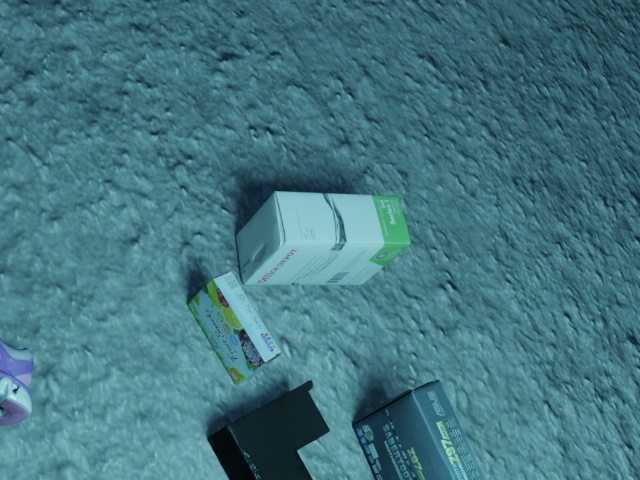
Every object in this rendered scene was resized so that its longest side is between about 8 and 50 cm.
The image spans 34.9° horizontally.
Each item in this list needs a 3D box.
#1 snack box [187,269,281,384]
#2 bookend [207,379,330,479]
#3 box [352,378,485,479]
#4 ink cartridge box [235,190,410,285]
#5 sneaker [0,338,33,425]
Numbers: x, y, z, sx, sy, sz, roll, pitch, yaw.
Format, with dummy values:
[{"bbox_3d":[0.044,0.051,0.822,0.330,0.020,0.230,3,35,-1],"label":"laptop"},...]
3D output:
[{"bbox_3d":[-0.125,0.126,1.467,0.037,0.100,0.141,-26,79,-37],"label":"snack box"},{"bbox_3d":[-0.048,0.304,1.436,0.157,0.072,0.156,-24,80,-37],"label":"bookend"},{"bbox_3d":[0.151,0.336,1.463,0.059,0.183,0.233,-14,74,-35],"label":"box"},{"bbox_3d":[0.000,0.000,1.568,0.219,0.160,0.093,2,63,-30],"label":"ink cartridge box"},{"bbox_3d":[-0.464,0.141,1.280,0.236,0.095,0.104,28,48,-20],"label":"sneaker"}]
